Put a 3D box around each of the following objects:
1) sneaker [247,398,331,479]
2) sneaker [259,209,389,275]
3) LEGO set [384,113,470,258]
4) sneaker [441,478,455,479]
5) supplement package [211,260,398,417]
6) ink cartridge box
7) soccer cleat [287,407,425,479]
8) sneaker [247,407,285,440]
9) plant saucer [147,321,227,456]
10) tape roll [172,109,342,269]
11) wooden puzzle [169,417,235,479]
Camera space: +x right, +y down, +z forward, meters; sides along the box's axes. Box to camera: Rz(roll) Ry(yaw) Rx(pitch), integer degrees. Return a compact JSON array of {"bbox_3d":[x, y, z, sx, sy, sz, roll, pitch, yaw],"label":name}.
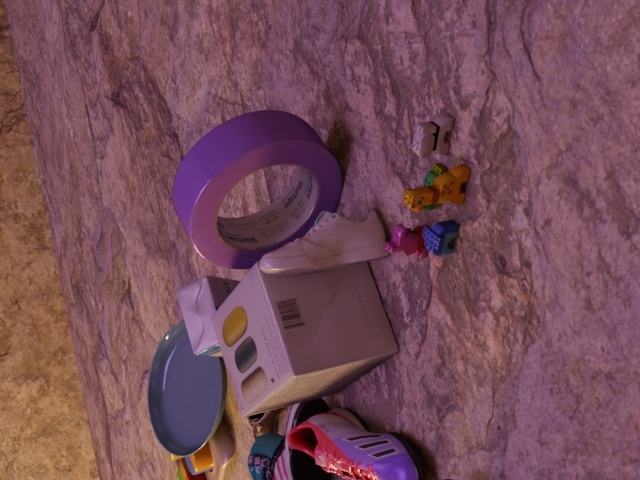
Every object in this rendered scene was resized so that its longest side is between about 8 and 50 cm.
[{"bbox_3d":[-0.060,0.400,1.902,0.178,0.124,0.295,27,123,46],"label":"sneaker"},{"bbox_3d":[0.000,0.000,1.549,0.080,0.212,0.094,154,105,-69],"label":"sneaker"},{"bbox_3d":[0.143,-0.054,1.384,0.087,0.093,0.227,45,137,48],"label":"LEGO set"},{"bbox_3d":[0.257,0.427,1.348,0.283,0.110,0.122,53,124,38],"label":"sneaker"},{"bbox_3d":[-0.035,0.157,1.680,0.263,0.198,0.199,-47,58,57],"label":"supplement package"},{"bbox_3d":[-0.166,0.151,1.899,0.078,0.231,0.134,-26,71,23],"label":"ink cartridge box"},{"bbox_3d":[0.059,0.365,1.658,0.318,0.116,0.109,15,112,61],"label":"soccer cleat"},{"bbox_3d":[-0.126,0.368,2.061,0.066,0.071,0.188,59,146,35],"label":"sneaker"},{"bbox_3d":[-0.312,0.353,2.353,0.317,0.043,0.317,-12,74,48],"label":"plant saucer"},{"bbox_3d":[-0.105,-0.081,1.650,0.090,0.275,0.275,56,144,39],"label":"tape roll"},{"bbox_3d":[-0.333,0.505,2.491,0.322,0.080,0.348,61,147,33],"label":"wooden puzzle"}]
